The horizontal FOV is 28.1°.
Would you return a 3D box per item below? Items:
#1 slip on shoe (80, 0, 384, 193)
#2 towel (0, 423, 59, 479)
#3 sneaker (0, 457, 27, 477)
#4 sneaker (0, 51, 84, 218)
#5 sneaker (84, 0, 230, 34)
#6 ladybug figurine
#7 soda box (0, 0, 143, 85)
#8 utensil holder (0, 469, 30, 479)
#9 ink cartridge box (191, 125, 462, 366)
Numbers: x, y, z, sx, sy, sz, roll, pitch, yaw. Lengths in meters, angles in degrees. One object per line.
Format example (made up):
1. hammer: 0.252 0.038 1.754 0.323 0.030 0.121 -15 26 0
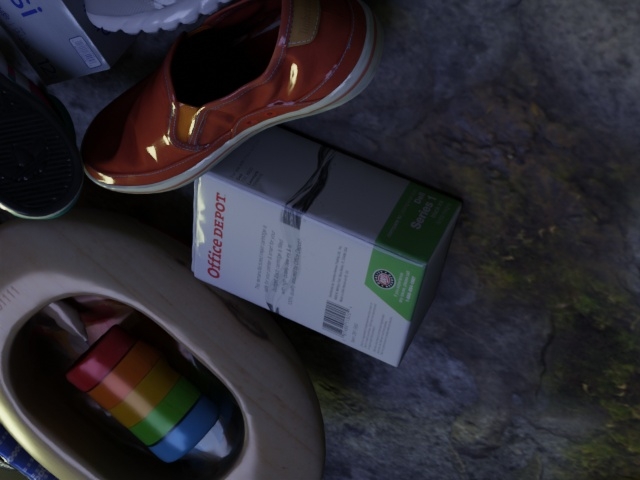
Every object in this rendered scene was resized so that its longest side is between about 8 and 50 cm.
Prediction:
1. slip on shoe: -0.099 -0.128 1.059 0.331 0.123 0.101 -19 151 41
2. towel: -0.362 0.094 1.414 0.336 0.243 0.040 43 128 -15
3. sneaker: -0.345 0.239 1.548 0.097 0.135 0.276 38 -179 -19
4. sneaker: -0.309 -0.136 1.120 0.295 0.124 0.178 54 169 0
5. sneaker: -0.075 -0.243 0.964 0.281 0.105 0.115 -17 111 31
6. ladybug figurine: -0.174 0.136 1.346 0.305 0.162 0.449 -38 105 22
7. soda box: -0.254 -0.271 1.041 0.091 0.098 0.286 -7 128 41
8. utensil holder: -0.516 0.445 1.806 0.385 0.327 0.328 8 137 38
9. ink cartridge box: 0.000 0.000 1.170 0.219 0.092 0.160 24 142 11
